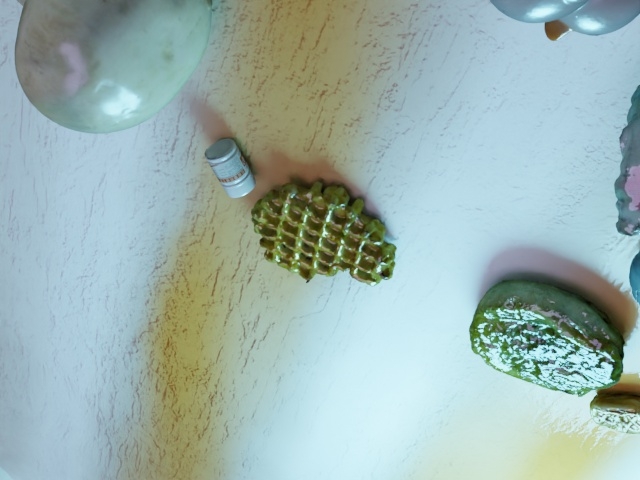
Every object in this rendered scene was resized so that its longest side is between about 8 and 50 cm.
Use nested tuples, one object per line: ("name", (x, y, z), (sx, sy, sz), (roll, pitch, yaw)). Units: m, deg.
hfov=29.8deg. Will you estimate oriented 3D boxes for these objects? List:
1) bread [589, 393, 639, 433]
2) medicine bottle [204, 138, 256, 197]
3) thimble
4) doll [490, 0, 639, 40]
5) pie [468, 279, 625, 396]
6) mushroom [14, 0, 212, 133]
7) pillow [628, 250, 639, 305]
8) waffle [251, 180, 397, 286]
("bread", (0.521, 0.300, 2.085), (0.110, 0.044, 0.083), (0, 138, 35))
("medicine bottle", (-0.151, -0.122, 2.020), (0.057, 0.057, 0.089), (0, 135, 33))
("thimble", (0.461, -0.094, 1.535), (0.149, 0.211, 0.185), (10, 166, 20))
("doll", (0.306, -0.339, 1.389), (0.221, 0.221, 0.251), (27, 125, 3))
("pie", (0.370, 0.172, 2.007), (0.277, 0.078, 0.277), (19, 141, 16))
("mushroom", (-0.335, -0.332, 1.751), (0.336, 0.314, 0.314), (40, 150, 29))
("pillow", (0.567, 0.082, 1.772), (0.233, 0.086, 0.214), (23, 148, 11))
("waffle", (0.000, -0.001, 2.065), (0.253, 0.056, 0.249), (-23, 118, 44))
